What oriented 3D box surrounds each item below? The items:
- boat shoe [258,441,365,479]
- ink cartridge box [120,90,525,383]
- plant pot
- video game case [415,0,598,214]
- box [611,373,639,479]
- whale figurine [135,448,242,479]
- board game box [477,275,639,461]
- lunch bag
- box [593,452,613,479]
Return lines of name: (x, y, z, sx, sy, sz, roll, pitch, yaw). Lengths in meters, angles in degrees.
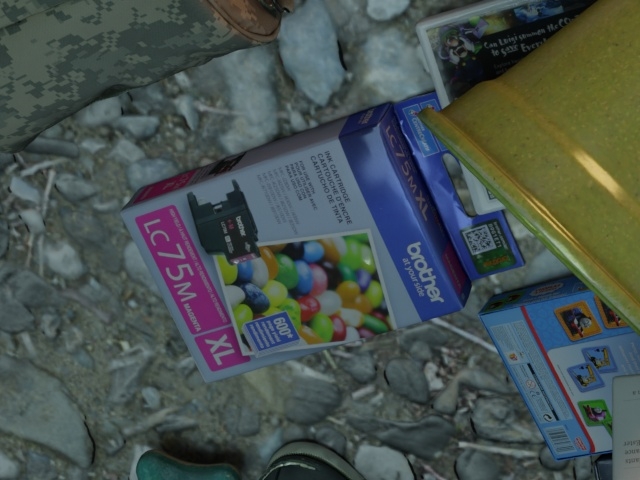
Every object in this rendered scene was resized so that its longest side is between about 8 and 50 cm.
boat shoe: (0.067, 0.322, 1.489, 0.319, 0.099, 0.116, 40, 118, -5)
ink cartridge box: (0.000, 0.000, 1.383, 0.311, 0.065, 0.185, -18, 108, 20)
plant pot: (0.256, -0.084, 1.153, 0.276, 0.276, 0.254, 44, 94, -7)
video game case: (0.193, -0.123, 1.283, 0.190, 0.022, 0.173, -15, 110, 15)
box: (0.337, 0.178, 1.213, 0.181, 0.119, 0.182, -11, 147, 27)
whale figurine: (-0.138, 0.339, 1.529, 0.216, 0.141, 0.272, 11, 116, 11)
board game box: (0.259, 0.100, 1.338, 0.212, 0.039, 0.160, -16, 110, 39)
lunch bag: (-0.206, -0.212, 1.257, 0.305, 0.212, 0.256, -19, 129, 22)
box: (0.366, 0.259, 1.359, 0.233, 0.059, 0.183, -9, 93, 27)
